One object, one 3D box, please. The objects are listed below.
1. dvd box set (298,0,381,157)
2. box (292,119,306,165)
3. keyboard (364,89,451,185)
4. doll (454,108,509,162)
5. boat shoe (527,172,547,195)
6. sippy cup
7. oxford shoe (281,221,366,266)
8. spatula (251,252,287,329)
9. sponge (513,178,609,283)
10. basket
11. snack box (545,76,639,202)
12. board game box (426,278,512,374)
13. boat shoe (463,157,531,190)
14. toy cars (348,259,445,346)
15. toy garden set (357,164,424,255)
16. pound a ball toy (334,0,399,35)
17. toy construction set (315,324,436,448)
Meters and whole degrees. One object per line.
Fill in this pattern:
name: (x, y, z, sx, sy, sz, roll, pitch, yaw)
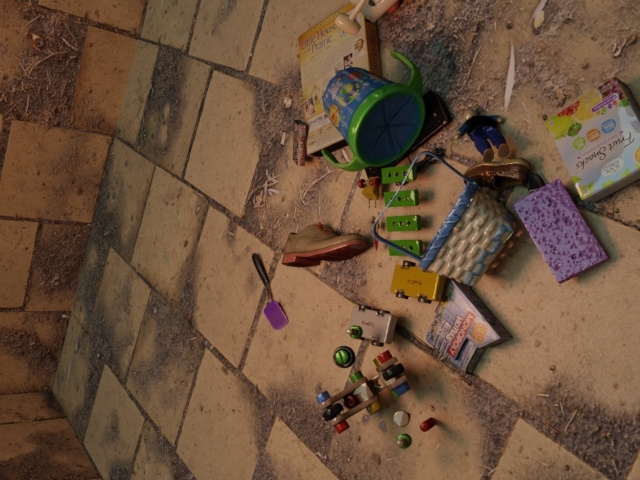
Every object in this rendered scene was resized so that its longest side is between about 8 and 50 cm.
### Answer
dvd box set: (0.060, -0.503, 2.005, 0.308, 0.062, 0.420, -17, 73, 45)
box: (-0.070, -0.320, 2.097, 0.094, 0.027, 0.137, -126, 36, -67)
keyboard: (0.243, -0.258, 1.800, 0.317, 0.033, 0.201, -37, 58, 39)
doll: (0.396, -0.270, 1.587, 0.129, 0.046, 0.189, -18, 44, 4)
boat shoe: (0.502, -0.099, 1.491, 0.046, 0.038, 0.125, -12, 77, 46)
sippy cup: (0.127, -0.354, 1.741, 0.224, 0.305, 0.240, 47, 163, 39)
oxford shoe: (0.000, 0.000, 1.969, 0.348, 0.123, 0.130, -11, 72, 45)
spatula: (-0.187, 0.171, 2.215, 0.084, 0.030, 0.296, -44, 55, 38)
sponge: (0.530, -0.022, 1.421, 0.117, 0.031, 0.210, -33, 67, 23)
basket: (0.298, -0.041, 1.545, 0.289, 0.201, 0.255, 32, 115, 1)
snack box: (0.607, -0.211, 1.368, 0.174, 0.070, 0.207, -36, 62, 38)
board game box: (0.366, 0.227, 1.585, 0.194, 0.060, 0.194, 40, 114, 43)
boat shoe: (0.421, -0.154, 1.555, 0.178, 0.064, 0.060, -8, 55, 46)
toy cars: (0.217, 0.178, 1.738, 0.393, 0.087, 0.176, -49, 38, 37)
toy garden set: (0.201, -0.081, 1.790, 0.204, 0.049, 0.244, -1, 95, 47)
pound a ball toy: (0.201, -0.714, 1.797, 0.319, 0.136, 0.208, -35, 27, 39)
toy construction set: (0.169, 0.414, 1.705, 0.309, 0.237, 0.257, 32, 93, 22)
